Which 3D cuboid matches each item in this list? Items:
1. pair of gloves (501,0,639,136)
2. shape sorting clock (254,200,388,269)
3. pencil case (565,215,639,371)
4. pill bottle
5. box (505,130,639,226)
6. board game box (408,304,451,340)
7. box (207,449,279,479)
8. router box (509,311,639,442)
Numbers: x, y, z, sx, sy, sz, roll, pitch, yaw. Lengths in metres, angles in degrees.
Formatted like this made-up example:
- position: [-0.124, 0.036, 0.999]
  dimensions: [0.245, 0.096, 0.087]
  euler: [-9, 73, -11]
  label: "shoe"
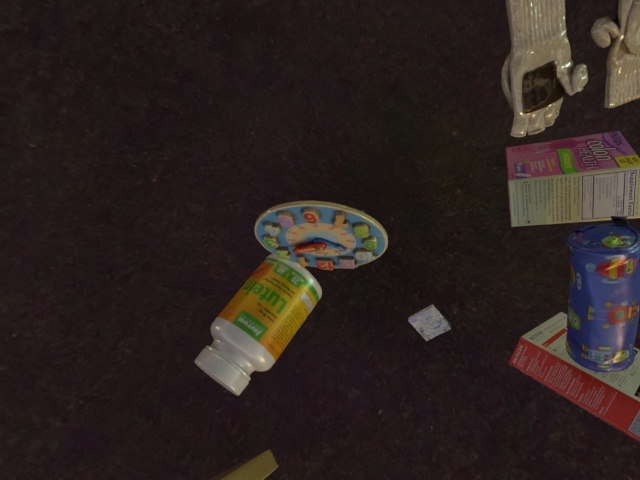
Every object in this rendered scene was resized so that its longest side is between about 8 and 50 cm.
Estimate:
- position: [0.365, -0.258, 0.574]
  dimensions: [0.240, 0.042, 0.204]
  euler: [-16, 128, -1]
  label: "pair of gloves"
- position: [0.000, 0.000, 0.663]
  dimensions: [0.206, 0.206, 0.040]
  euler: [1, 66, 10]
  label: "shape sorting clock"
- position: [0.546, 0.109, 0.837]
  dimensions: [0.120, 0.133, 0.306]
  euler: [-15, 115, 2]
  label: "pencil case"
- position: [-0.117, 0.156, 0.806]
  dimensions: [0.136, 0.136, 0.245]
  euler: [34, 64, 8]
  label: "pill bottle"
- position: [0.551, -0.139, 0.960]
  dimensions: [0.243, 0.213, 0.117]
  euler: [-3, 119, 24]
  label: "box"
- position: [0.324, 0.245, 1.274]
  dimensions: [0.090, 0.020, 0.090]
  euler: [-37, 101, 29]
  label: "board game box"
- position: [-0.123, 0.179, 0.237]
  dimensions: [0.165, 0.201, 0.021]
  euler: [-28, 70, 1]
  label: "box"
- position: [0.688, 0.314, 1.067]
  dimensions: [0.301, 0.336, 0.082]
  euler: [30, 114, 39]
  label: "router box"
